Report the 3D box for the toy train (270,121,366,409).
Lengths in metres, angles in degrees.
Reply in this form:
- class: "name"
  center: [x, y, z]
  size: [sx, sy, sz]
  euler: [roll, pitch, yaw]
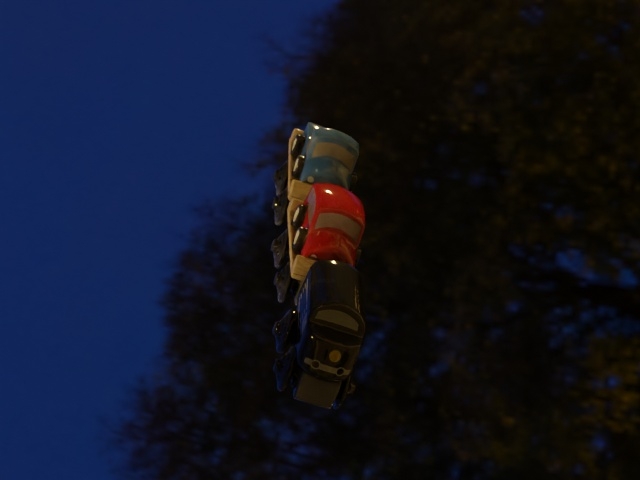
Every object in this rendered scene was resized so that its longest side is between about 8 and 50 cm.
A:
- class: "toy train"
  center: [0.000, 0.000, 0.580]
  size: [0.027, 0.158, 0.036]
  euler: [17, -63, -11]
